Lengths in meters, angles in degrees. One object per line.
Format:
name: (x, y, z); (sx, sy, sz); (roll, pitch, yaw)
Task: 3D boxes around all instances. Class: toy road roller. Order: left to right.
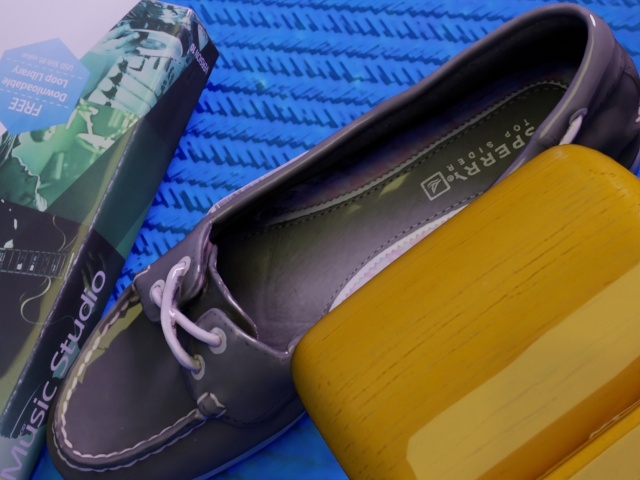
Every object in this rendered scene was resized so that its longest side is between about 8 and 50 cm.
toy road roller: (0.098, 0.085, 0.412); (0.202, 0.329, 0.241); (-38, 78, 1)

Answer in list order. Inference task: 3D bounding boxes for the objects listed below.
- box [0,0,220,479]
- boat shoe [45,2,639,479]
box: (-0.220, 0.001, 0.703); (0.232, 0.058, 0.322); (16, 75, 21)
boat shoe: (0.000, 0.000, 0.621); (0.335, 0.095, 0.112); (-33, 58, 0)
